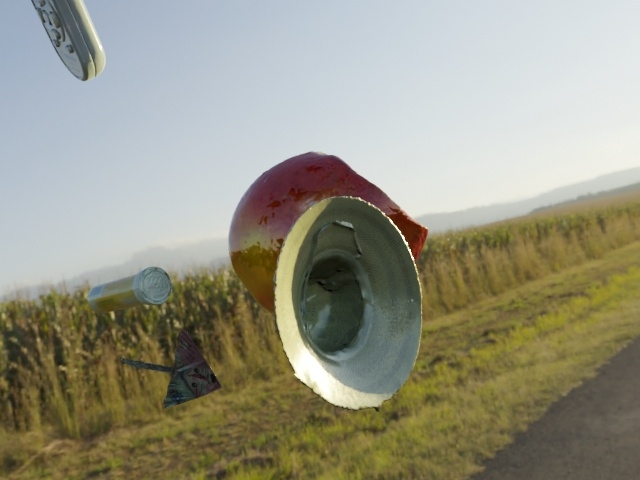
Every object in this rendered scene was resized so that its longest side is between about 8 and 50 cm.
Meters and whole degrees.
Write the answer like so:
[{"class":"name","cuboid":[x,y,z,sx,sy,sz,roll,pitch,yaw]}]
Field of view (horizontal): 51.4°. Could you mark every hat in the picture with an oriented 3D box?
[{"class":"hat","cuboid":[0.007,0.079,0.799,0.252,0.252,0.110,-9,-1,-45]}]

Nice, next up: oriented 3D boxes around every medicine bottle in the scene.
[{"class":"medicine bottle","cuboid":[-0.386,0.103,1.327,0.218,0.074,0.074,-14,-4,43]}]

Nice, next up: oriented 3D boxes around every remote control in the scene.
[{"class":"remote control","cuboid":[-0.311,-0.299,0.759,0.047,0.244,0.087,-34,43,-23]}]

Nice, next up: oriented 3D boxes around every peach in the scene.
[{"class":"peach","cuboid":[0.000,0.000,1.292,0.380,0.306,0.242,-30,-35,19]}]

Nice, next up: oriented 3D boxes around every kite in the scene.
[{"class":"kite","cuboid":[-0.211,0.183,0.951,0.153,0.137,0.005,19,20,2]}]
